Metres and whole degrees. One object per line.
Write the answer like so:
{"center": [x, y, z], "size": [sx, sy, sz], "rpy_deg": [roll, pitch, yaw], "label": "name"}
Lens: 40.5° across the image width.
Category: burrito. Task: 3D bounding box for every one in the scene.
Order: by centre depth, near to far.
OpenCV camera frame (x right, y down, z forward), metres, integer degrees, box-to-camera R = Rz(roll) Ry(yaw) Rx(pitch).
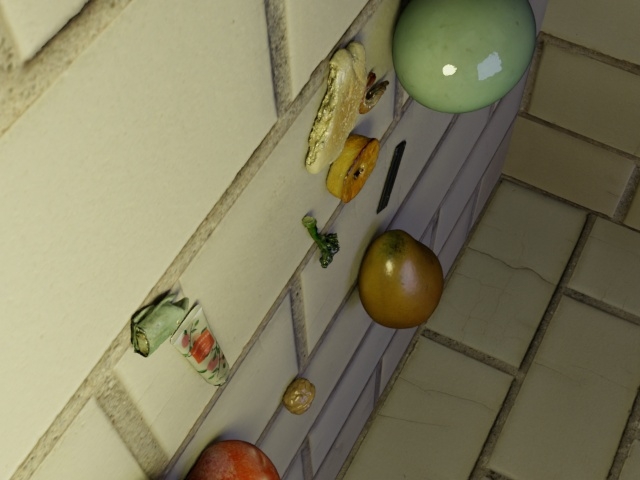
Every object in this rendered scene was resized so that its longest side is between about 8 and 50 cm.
{"center": [-0.232, 0.117, 1.274], "size": [0.118, 0.044, 0.074], "rpy_deg": [-42, 148, -47], "label": "burrito"}

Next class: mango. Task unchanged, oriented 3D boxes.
{"center": [0.219, 0.108, 2.426], "size": [0.263, 0.221, 0.378], "rpy_deg": [-56, 152, -16], "label": "mango"}

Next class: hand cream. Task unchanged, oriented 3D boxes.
{"center": [-0.201, 0.190, 1.492], "size": [0.080, 0.050, 0.234], "rpy_deg": [-55, 155, -21], "label": "hand cream"}

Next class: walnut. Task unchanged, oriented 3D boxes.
{"center": [-0.054, 0.398, 2.214], "size": [0.096, 0.083, 0.079], "rpy_deg": [-55, 133, -31], "label": "walnut"}

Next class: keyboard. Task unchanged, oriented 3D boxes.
{"center": [0.185, -0.164, 2.270], "size": [0.067, 0.011, 0.202], "rpy_deg": [-40, 151, -53], "label": "keyboard"}

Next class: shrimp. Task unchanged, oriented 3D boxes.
{"center": [0.112, -0.313, 1.784], "size": [0.127, 0.025, 0.091], "rpy_deg": [-46, 154, -43], "label": "shrimp"}

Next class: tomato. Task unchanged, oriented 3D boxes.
{"center": [-0.180, 0.526, 1.784], "size": [0.232, 0.189, 0.232], "rpy_deg": [-58, 161, -33], "label": "tomato"}

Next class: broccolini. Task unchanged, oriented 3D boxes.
{"center": [0.008, -0.002, 1.861], "size": [0.254, 0.058, 0.071], "rpy_deg": [65, 8, -74], "label": "broccolini"}

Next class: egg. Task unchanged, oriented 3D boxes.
{"center": [0.295, -0.407, 1.773], "size": [0.389, 0.276, 0.276], "rpy_deg": [-44, 154, -45], "label": "egg"}

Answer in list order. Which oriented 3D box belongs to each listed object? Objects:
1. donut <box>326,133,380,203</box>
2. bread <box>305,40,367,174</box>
{"center": [0.065, -0.154, 1.807], "size": [0.152, 0.058, 0.152], "rpy_deg": [-55, 161, -29], "label": "donut"}
{"center": [0.039, -0.249, 1.619], "size": [0.182, 0.039, 0.250], "rpy_deg": [-39, 149, -57], "label": "bread"}
